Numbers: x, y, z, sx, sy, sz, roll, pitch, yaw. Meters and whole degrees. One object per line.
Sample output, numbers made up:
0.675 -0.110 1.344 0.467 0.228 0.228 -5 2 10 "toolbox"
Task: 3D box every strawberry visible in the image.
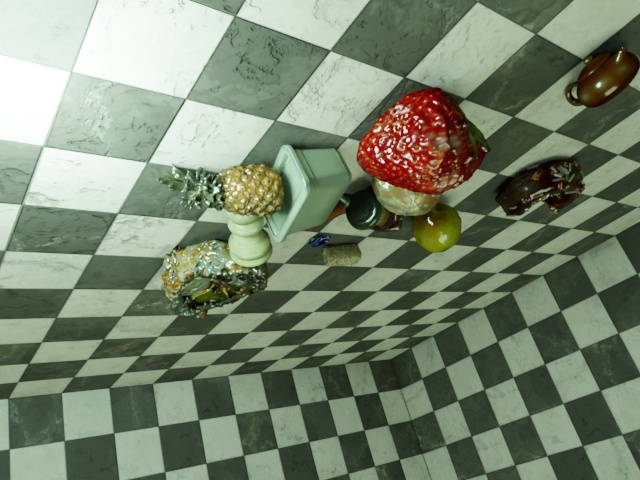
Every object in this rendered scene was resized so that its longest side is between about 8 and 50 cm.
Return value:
0.275 -0.244 1.477 0.310 0.292 0.291 -43 149 10 "strawberry"

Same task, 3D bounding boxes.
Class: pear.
0.446 -0.053 2.085 0.200 0.200 0.200 -14 155 -7 "pear"

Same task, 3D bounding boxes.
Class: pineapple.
-0.279 -0.138 1.493 0.340 0.169 0.169 -2 151 -25 "pineapple"

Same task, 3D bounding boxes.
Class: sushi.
-0.379 0.140 1.960 0.417 0.176 0.417 -14 155 -7 "sushi"

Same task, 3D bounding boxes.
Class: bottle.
0.207 -0.095 1.867 0.143 0.156 0.271 -38 159 25 "bottle"

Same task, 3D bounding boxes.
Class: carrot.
0.020 -0.082 1.917 0.224 0.057 0.057 -31 152 33 "carrot"

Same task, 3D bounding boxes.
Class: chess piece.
-0.236 -0.047 1.710 0.144 0.144 0.251 -14 140 -8 "chess piece"

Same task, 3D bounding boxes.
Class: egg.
0.274 -0.179 1.709 0.245 0.203 0.203 10 145 -24 "egg"

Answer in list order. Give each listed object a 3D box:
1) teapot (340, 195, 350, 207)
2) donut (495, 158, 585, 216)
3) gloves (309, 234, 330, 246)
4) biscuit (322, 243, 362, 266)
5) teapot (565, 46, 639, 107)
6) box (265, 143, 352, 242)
0.051 -0.150 1.757 0.110 0.043 0.043 35 128 -30 "teapot"
0.888 -0.204 2.121 0.345 0.136 0.259 -5 155 -27 "donut"
0.000 0.000 2.092 0.086 0.026 0.064 -7 151 -20 "gloves"
0.087 0.060 2.203 0.168 0.082 0.070 -1 148 -29 "biscuit"
0.792 -0.466 1.558 0.178 0.135 0.252 -41 -179 -19 "teapot"
-0.044 -0.144 1.625 0.182 0.175 0.312 -13 155 -29 "box"
